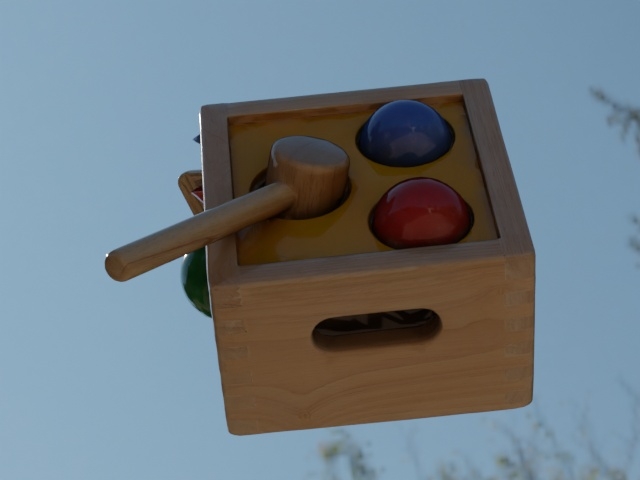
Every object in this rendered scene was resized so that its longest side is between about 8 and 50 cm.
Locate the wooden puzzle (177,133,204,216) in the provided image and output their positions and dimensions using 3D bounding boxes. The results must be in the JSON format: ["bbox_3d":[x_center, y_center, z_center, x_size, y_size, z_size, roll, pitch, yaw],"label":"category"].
[{"bbox_3d":[-0.042,-0.007,0.949,0.014,0.116,0.078,-38,13,-33],"label":"wooden puzzle"}]

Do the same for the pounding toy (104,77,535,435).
[{"bbox_3d":[0.000,0.000,0.634,0.141,0.130,0.100,-5,-52,-2],"label":"pounding toy"}]
